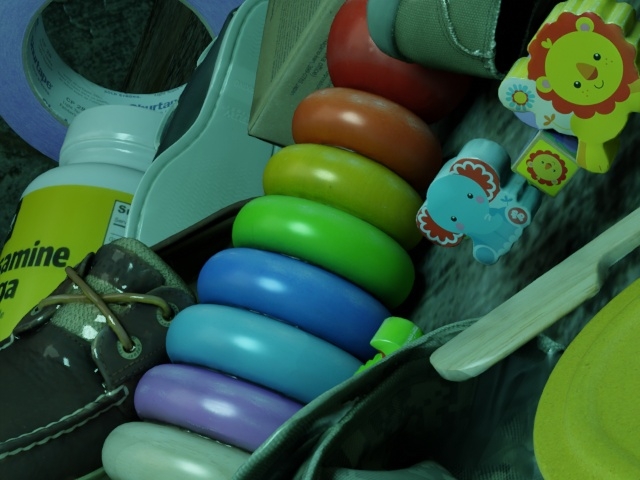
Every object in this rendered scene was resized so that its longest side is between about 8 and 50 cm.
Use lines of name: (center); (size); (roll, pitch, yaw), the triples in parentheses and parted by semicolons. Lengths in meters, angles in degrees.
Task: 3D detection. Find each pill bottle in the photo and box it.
pill bottle: (-0.200, 0.054, 1.223); (0.188, 0.187, 0.334); (137, 149, -57)

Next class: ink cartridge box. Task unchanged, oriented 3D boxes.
ink cartridge box: (0.035, -0.198, 0.942); (0.193, 0.088, 0.235); (127, 157, -48)

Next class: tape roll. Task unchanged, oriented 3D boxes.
tape roll: (-0.185, -0.191, 1.310); (0.090, 0.274, 0.275); (-89, 25, -50)

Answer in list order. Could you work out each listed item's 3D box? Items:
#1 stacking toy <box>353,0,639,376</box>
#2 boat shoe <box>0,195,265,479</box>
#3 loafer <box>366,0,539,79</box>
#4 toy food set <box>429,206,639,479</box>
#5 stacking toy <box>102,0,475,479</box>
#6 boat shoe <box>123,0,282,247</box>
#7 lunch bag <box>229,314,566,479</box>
stacking toy: (0.081, -0.039, 0.562); (0.221, 0.052, 0.167); (-57, -3, 41)
boat shoe: (-0.124, 0.053, 0.813); (0.342, 0.123, 0.123); (-24, -50, -49)
loafer: (0.123, -0.186, 0.684); (0.087, 0.094, 0.251); (38, 105, 28)
toy food set: (0.133, 0.055, 0.374); (0.128, 0.071, 0.218); (-38, 22, -6)
stacking toy: (0.000, 0.000, 0.764); (0.330, 0.141, 0.141); (-69, 16, -15)
boat shoe: (-0.088, -0.070, 1.168); (0.303, 0.114, 0.091); (-63, 14, -20)
lunch bag: (0.002, 0.182, 0.464); (0.235, 0.168, 0.287); (-57, 14, 33)
